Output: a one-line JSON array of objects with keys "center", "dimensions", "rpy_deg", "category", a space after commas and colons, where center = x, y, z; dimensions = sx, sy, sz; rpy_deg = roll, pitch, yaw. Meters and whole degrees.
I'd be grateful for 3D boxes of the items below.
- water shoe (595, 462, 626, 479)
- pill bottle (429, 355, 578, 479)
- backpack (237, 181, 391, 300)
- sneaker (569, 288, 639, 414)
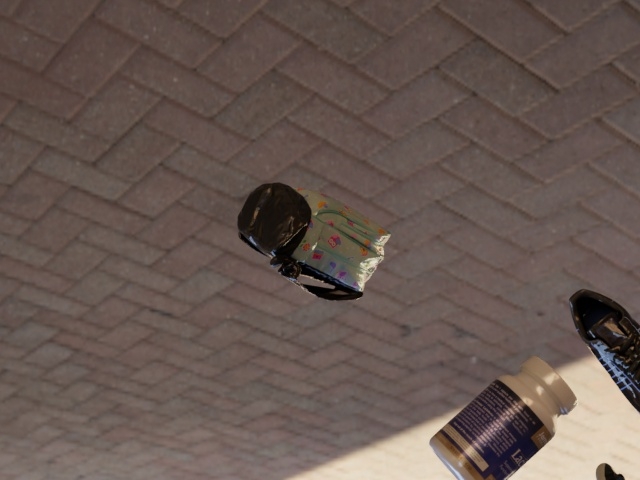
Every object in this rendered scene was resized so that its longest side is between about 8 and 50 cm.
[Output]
[{"center": [0.540, 0.449, 1.607], "dimensions": [0.080, 0.203, 0.073], "rpy_deg": [-36, 114, 14], "category": "water shoe"}, {"center": [0.347, 0.350, 1.766], "dimensions": [0.264, 0.153, 0.153], "rpy_deg": [-41, 144, -5], "category": "pill bottle"}, {"center": [0.000, 0.000, 1.202], "dimensions": [0.182, 0.152, 0.115], "rpy_deg": [26, 101, -33], "category": "backpack"}, {"center": [0.397, 0.152, 1.199], "dimensions": [0.081, 0.232, 0.090], "rpy_deg": [-44, 131, 7], "category": "sneaker"}]
